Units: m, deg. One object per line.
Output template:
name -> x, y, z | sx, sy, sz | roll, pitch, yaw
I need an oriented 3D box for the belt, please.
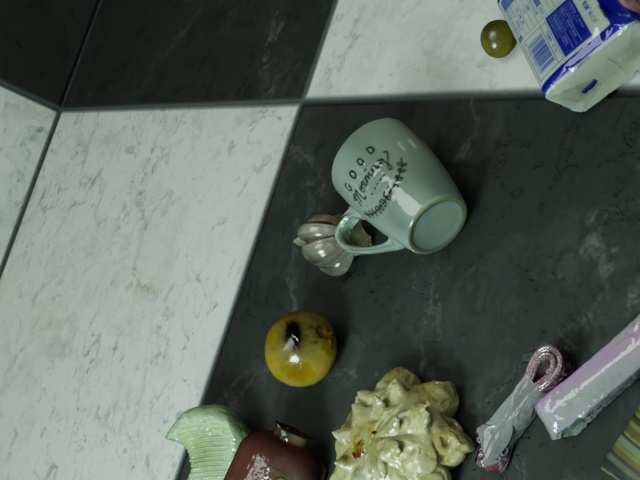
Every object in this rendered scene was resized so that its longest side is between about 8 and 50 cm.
belt -> 0.321, 0.265, 1.704 | 0.071, 0.053, 0.232 | 43, 106, 42

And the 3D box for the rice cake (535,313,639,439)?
rice cake -> 0.460, 0.168, 1.578 | 0.365, 0.056, 0.072 | -47, 57, 22

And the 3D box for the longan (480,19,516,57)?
longan -> 0.338, -0.381, 2.029 | 0.083, 0.075, 0.075 | 95, 176, -61

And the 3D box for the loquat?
loquat -> -0.039, 0.213, 2.096 | 0.163, 0.137, 0.163 | -3, 86, 41

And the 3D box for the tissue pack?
tissue pack -> 0.447, -0.380, 1.839 | 0.209, 0.137, 0.269 | -41, 47, 28

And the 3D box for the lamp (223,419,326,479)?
lamp -> -0.096, 0.473, 2.008 | 0.180, 0.180, 0.258 | 26, 93, 53

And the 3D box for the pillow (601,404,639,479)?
pillow -> 0.513, 0.282, 1.462 | 0.208, 0.052, 0.212 | 39, 104, 49

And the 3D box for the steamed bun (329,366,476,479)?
steamed bun -> 0.120, 0.349, 1.835 | 0.295, 0.137, 0.292 | -13, 58, 49

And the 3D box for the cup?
cup -> 0.135, -0.063, 2.004 | 0.258, 0.186, 0.234 | -54, 47, 18

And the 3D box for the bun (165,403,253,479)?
bun -> -0.220, 0.444, 2.196 | 0.204, 0.126, 0.212 | 12, 85, 26

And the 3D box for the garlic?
garlic -> 0.000, 0.000, 2.168 | 0.194, 0.131, 0.127 | 5, 46, 50
